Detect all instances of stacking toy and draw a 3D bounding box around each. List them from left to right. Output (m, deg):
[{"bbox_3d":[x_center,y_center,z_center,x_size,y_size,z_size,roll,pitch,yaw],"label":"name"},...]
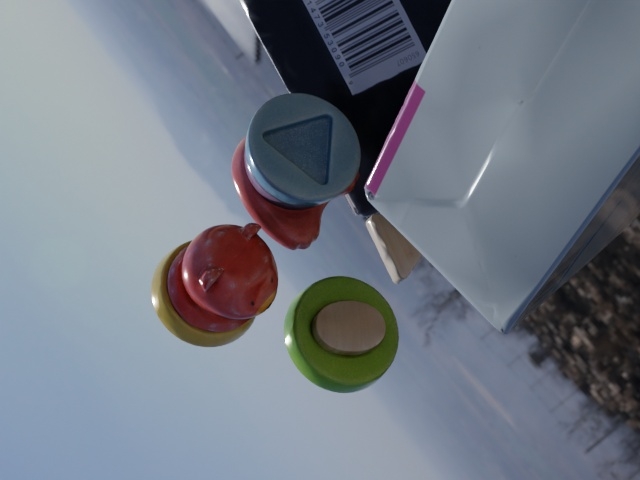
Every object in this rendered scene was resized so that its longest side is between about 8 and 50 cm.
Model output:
[{"bbox_3d":[0.000,0.000,1.177,0.279,0.309,0.130,30,151,-7],"label":"stacking toy"}]

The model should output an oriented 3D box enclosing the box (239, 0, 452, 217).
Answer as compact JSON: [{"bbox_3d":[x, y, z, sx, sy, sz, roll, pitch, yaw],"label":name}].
[{"bbox_3d":[0.155,-0.362,1.405,0.297,0.472,0.480,-21,102,40],"label":"box"}]

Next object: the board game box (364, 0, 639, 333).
[{"bbox_3d":[0.177,-0.122,0.470,0.097,0.303,0.224,46,144,16],"label":"board game box"}]
